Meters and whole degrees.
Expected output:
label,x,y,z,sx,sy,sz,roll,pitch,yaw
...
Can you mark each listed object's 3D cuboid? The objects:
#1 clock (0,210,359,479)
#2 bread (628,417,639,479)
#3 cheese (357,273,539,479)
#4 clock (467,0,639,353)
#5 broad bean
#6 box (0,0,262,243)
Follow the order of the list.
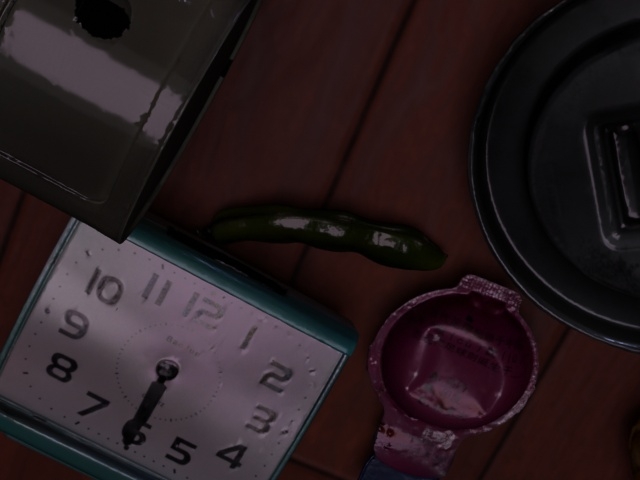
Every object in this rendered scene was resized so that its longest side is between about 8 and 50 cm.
label,x,y,z,sx,sy,sz,roll,pitch,yaw
clock,-0.133,0.106,0.819,0.262,0.116,0.231,28,103,-8
bread,0.377,0.254,0.785,0.099,0.235,0.210,-31,110,-26
cheese,0.108,0.142,0.840,0.155,0.062,0.244,20,110,-3
clock,0.270,-0.060,0.712,0.313,0.061,0.312,9,114,20
broad bean,-0.001,-0.003,0.807,0.227,0.039,0.069,5,142,5
box,-0.155,-0.130,0.671,0.149,0.226,0.226,29,108,-7
